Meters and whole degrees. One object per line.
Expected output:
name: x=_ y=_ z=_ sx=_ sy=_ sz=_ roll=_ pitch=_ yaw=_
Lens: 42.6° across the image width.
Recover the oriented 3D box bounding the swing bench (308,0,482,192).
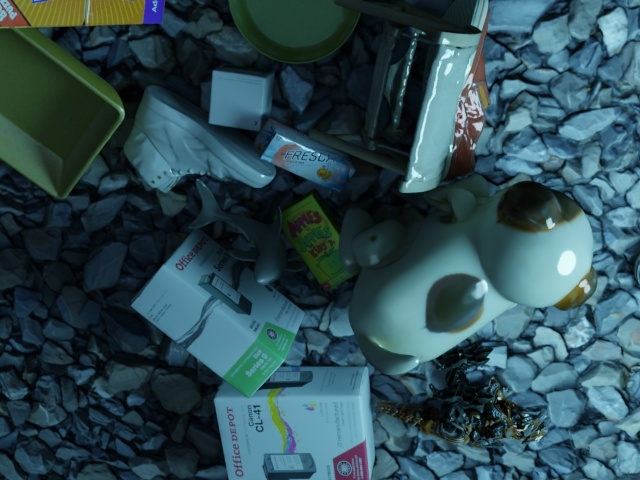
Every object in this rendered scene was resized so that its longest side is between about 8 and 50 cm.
swing bench: x=0.136 y=-0.246 z=1.352 sx=0.254 sy=0.165 sz=0.253 roll=34 pitch=121 yaw=39

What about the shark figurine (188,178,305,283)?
shark figurine: x=-0.120 y=-0.026 z=1.569 sx=0.278 sy=0.166 sz=0.116 roll=42 pitch=123 yaw=38

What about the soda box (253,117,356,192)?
soda box: x=-0.028 y=-0.154 z=1.493 sx=0.183 sy=0.063 sz=0.058 roll=21 pitch=118 yaw=-31

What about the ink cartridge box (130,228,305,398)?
ink cartridge box: x=-0.193 y=0.134 z=1.596 sx=0.289 sy=0.211 sz=0.121 roll=39 pitch=113 yaw=-6

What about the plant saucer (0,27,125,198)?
plant saucer: x=-0.540 y=-0.269 z=1.512 sx=0.332 sy=0.081 sz=0.333 roll=38 pitch=136 yaw=-14

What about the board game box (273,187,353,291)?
board game box: x=0.000 y=0.000 z=1.600 sx=0.092 sy=0.043 sz=0.181 roll=-30 pitch=103 yaw=20

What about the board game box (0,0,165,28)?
board game box: x=-0.466 y=-0.546 z=1.247 sx=0.356 sy=0.356 sz=0.356 roll=24 pitch=116 yaw=25

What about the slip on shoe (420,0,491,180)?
slip on shoe: x=0.245 y=-0.264 z=1.429 sx=0.101 sy=0.123 sz=0.331 roll=-1 pitch=109 yaw=-23

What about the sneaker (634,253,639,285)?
sneaker: x=0.711 y=0.015 z=1.436 sx=0.321 sy=0.127 sz=0.126 roll=-30 pitch=105 yaw=21

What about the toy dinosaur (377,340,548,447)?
toy dinosaur: x=0.286 y=0.344 z=1.635 sx=0.322 sy=0.164 sz=0.218 roll=-12 pitch=127 yaw=-8

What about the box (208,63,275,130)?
box: x=-0.144 y=-0.262 z=1.500 sx=0.101 sy=0.087 sz=0.102 roll=10 pitch=113 yaw=6

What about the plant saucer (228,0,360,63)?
plant saucer: x=-0.042 y=-0.434 z=1.442 sx=0.241 sy=0.037 sz=0.241 roll=3 pitch=111 yaw=8

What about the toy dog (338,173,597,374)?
toy dog: x=0.249 y=0.033 z=1.384 sx=0.408 sy=0.395 sz=0.285 roll=-23 pitch=103 yaw=25

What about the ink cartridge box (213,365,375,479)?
ink cartridge box: x=-0.048 y=0.388 z=1.714 sx=0.306 sy=0.131 sz=0.226 roll=-3 pitch=111 yaw=10

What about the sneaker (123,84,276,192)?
sneaker: x=-0.235 y=-0.148 z=1.559 sx=0.292 sy=0.108 sz=0.169 roll=34 pitch=115 yaw=7
